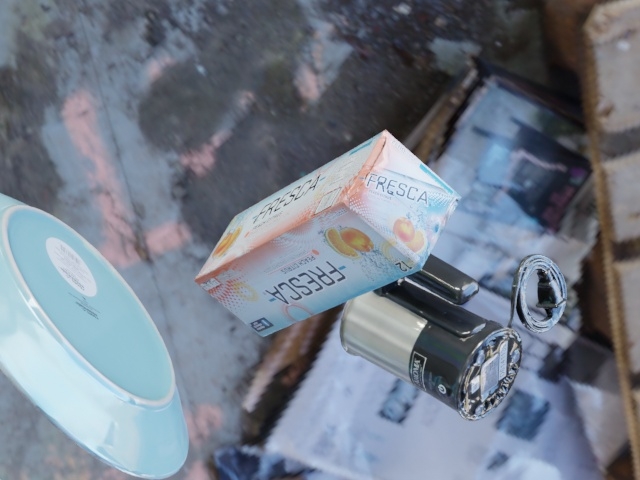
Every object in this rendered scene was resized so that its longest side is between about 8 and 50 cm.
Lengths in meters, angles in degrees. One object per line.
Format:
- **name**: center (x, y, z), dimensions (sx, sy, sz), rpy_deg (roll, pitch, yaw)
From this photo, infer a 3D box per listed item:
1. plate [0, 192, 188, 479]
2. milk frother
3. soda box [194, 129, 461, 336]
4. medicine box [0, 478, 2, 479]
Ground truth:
- **plate**: center (-0.124, 0.038, 0.783), dimensions (0.024, 0.188, 0.188), rpy_deg (-39, 120, 12)
- **milk frother**: center (0.116, 0.060, 1.297), dimensions (0.143, 0.135, 0.129), rpy_deg (-13, 122, -46)
- **soda box**: center (0.000, 0.000, 0.908), dimensions (0.063, 0.183, 0.058), rpy_deg (41, 59, -16)
- **medicine box**: center (-0.349, 0.170, 1.129), dimensions (0.149, 0.263, 0.289), rpy_deg (-41, 104, -11)
